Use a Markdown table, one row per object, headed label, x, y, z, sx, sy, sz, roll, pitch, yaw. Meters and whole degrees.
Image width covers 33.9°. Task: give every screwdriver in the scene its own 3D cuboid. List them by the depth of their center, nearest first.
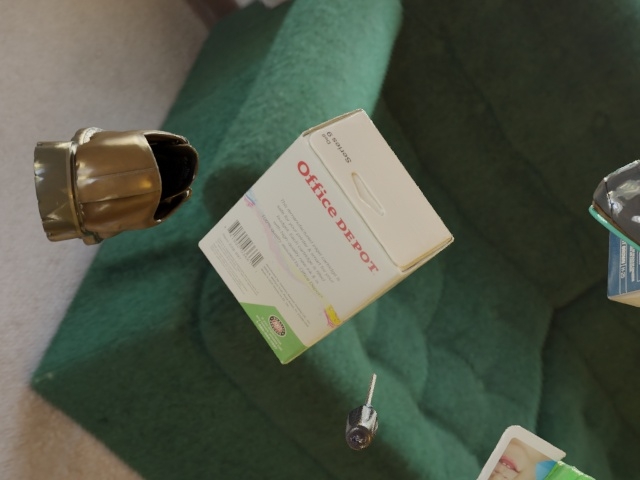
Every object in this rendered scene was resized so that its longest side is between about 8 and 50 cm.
| label | x | y | z | sx | sy | sz | roll | pitch | yaw |
| --- | --- | --- | --- | --- | --- | --- | --- | --- | --- |
| screwdriver | 0.040 | 0.127 | 0.820 | 0.170 | 0.025 | 0.024 | -37 | 122 | -76 |

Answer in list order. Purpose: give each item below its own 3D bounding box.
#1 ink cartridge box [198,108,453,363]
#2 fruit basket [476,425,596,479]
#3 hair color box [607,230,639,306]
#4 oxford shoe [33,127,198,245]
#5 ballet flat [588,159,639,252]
| label | x | y | z | sx | sy | sz | roll | pitch | yaw |
| --- | --- | --- | --- | --- | --- | --- | --- | --- | --- |
| ink cartridge box | 0.000 | 0.000 | 1.003 | 0.093 | 0.212 | 0.154 | -30 | 82 | -42 |
| fruit basket | 0.219 | 0.395 | 0.932 | 0.327 | 0.165 | 0.353 | 32 | 79 | -1 |
| hair color box | 0.503 | 0.007 | 1.177 | 0.173 | 0.347 | 0.105 | 13 | 73 | -23 |
| oxford shoe | -0.130 | -0.039 | 0.728 | 0.227 | 0.096 | 0.083 | -120 | -157 | -79 |
| ballet flat | 0.278 | 0.017 | 0.718 | 0.203 | 0.074 | 0.074 | 43 | 32 | 7 |
